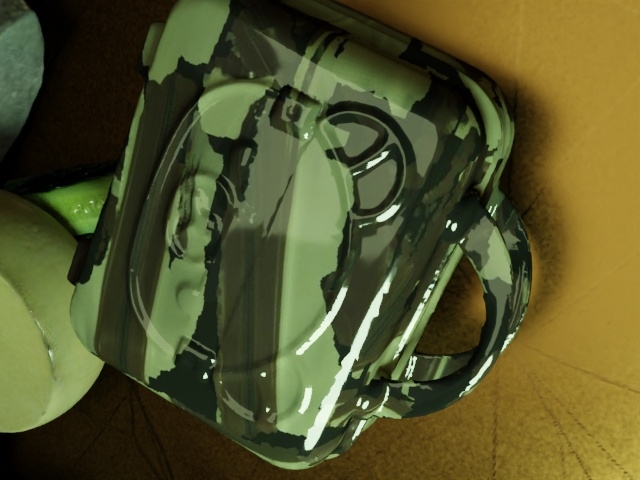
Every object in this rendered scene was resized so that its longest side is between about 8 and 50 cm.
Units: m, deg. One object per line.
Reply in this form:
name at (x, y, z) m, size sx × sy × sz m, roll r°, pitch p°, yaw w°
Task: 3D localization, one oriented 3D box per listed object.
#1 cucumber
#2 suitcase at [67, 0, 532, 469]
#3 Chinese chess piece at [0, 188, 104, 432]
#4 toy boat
cucumber at (-0.221, -0.049, 0.853) m, size 0.212 × 0.062 × 0.078 m, roll -11°, pitch 124°, yaw 21°
suitcase at (0.000, 0.000, 0.675) m, size 0.339 × 0.194 × 0.351 m, roll 28°, pitch 110°, yaw 14°
Chinese chess piece at (-0.345, 0.071, 0.862) m, size 0.273 × 0.102 × 0.273 m, roll 11°, pitch 123°, yaw 18°
toy boat at (-0.414, -0.208, 0.896) m, size 0.276 × 0.111 × 0.293 m, roll -45°, pitch 73°, yaw 25°
